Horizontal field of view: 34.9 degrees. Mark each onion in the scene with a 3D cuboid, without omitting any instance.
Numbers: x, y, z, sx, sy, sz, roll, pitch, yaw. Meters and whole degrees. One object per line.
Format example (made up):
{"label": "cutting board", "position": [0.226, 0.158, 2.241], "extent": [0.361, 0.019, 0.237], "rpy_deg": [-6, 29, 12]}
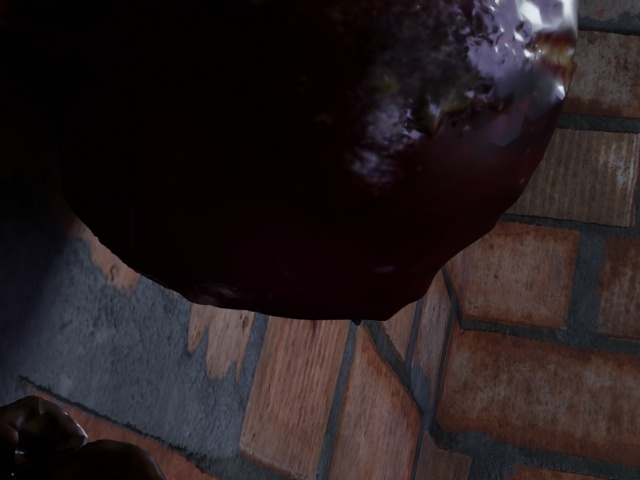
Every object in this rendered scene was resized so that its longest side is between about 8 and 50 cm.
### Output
{"label": "onion", "position": [-0.081, -0.156, 0.600], "extent": [0.420, 0.398, 0.398], "rpy_deg": [12, 84, -29]}

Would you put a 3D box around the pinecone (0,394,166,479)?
{"label": "pinecone", "position": [-0.175, 0.227, 0.481], "extent": [0.296, 0.242, 0.298], "rpy_deg": [-53, 152, -63]}

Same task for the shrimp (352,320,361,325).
{"label": "shrimp", "position": [0.008, 0.001, 1.323], "extent": [0.178, 0.075, 0.289], "rpy_deg": [-41, 137, -55]}
